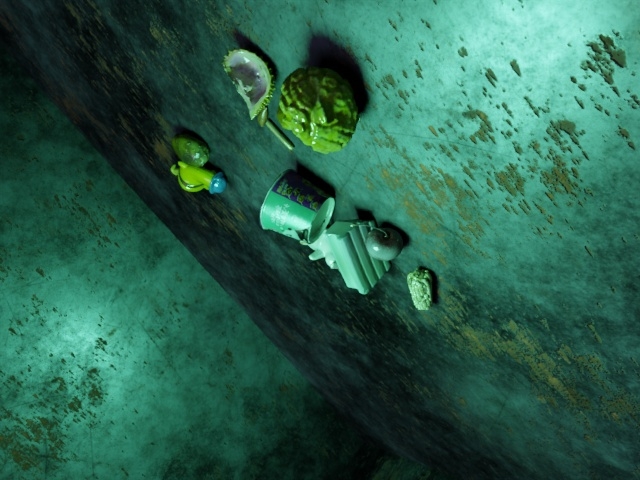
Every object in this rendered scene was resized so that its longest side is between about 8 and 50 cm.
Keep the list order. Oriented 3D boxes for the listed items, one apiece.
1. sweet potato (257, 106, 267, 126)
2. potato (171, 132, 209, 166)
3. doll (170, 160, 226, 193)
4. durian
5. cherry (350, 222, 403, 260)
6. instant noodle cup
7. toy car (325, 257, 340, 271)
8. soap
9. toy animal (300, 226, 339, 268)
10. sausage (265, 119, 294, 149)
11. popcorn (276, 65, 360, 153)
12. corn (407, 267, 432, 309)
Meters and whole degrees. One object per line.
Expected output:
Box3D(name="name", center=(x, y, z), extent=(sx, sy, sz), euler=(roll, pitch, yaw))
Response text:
Box3D(name="sweet potato", center=(-0.201, -0.435, 1.827), extent=(0.034, 0.034, 0.095), euler=(40, 144, 9))
Box3D(name="potato", center=(-0.594, -0.407, 2.356), extent=(0.251, 0.113, 0.149), euler=(24, 147, 36))
Box3D(name="doll", center=(-0.581, -0.301, 2.465), extent=(0.363, 0.145, 0.199), euler=(13, 158, 42))
Box3D(name="durian", center=(-0.217, -0.499, 1.643), extent=(0.182, 0.132, 0.165), euler=(48, 146, 20))
Box3D(name="cherry", center=(0.187, 0.006, 1.792), extent=(0.188, 0.115, 0.148), euler=(9, -175, 3))
Box3D(name="instant noodle cup", center=(-0.075, -0.111, 1.910), extent=(0.190, 0.251, 0.251), euler=(27, 151, 16))
Box3D(name="toy car", center=(0.050, 0.056, 2.167), extent=(0.205, 0.056, 0.095), euler=(37, 154, 24))
Box3D(name="soap", center=(0.137, 0.040, 1.877), extent=(0.095, 0.173, 0.289), euler=(19, 145, 43))
Box3D(name="toy animal", center=(0.001, 0.004, 2.059), extent=(0.283, 0.140, 0.138), euler=(30, -168, 17))
Box3D(name="sausage", center=(-0.143, -0.371, 1.846), extent=(0.132, 0.024, 0.024), euler=(47, 155, -3))
Box3D(name="popcorn", center=(-0.005, -0.357, 1.470), extent=(0.237, 0.205, 0.251), euler=(24, 169, 6))
Box3D(name="corn", center=(0.359, 0.185, 1.870), extent=(0.087, 0.087, 0.210), euler=(25, 147, 35))
